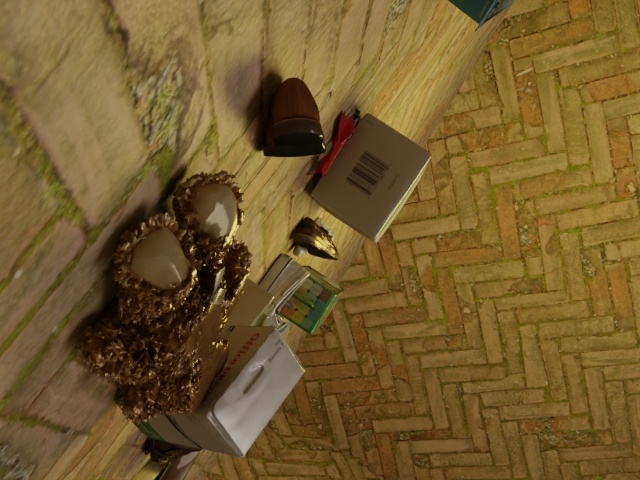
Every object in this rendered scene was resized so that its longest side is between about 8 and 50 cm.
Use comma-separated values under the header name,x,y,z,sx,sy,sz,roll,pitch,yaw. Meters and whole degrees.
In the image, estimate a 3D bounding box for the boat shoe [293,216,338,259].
name,x,y,z,sx,sy,sz,roll,pitch,yaw
boat shoe,-0.001,0.000,1.645,0.178,0.064,0.060,38,64,-62

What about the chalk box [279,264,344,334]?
name,x,y,z,sx,sy,sz,roll,pitch,yaw
chalk box,-0.036,0.158,2.013,0.132,0.132,0.213,-57,172,7

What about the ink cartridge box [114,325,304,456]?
name,x,y,z,sx,sy,sz,roll,pitch,yaw
ink cartridge box,-0.154,0.202,1.055,0.219,0.092,0.160,-4,-143,44

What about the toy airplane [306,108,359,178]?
name,x,y,z,sx,sy,sz,roll,pitch,yaw
toy airplane,0.028,-0.169,1.333,0.151,0.028,0.151,-55,175,-8

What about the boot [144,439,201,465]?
name,x,y,z,sx,sy,sz,roll,pitch,yaw
boot,-0.294,0.405,1.513,0.115,0.112,0.305,-43,172,-16

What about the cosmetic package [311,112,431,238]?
name,x,y,z,sx,sy,sz,roll,pitch,yaw
cosmetic package,0.104,-0.115,1.558,0.197,0.155,0.365,-56,174,2

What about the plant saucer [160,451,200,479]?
name,x,y,z,sx,sy,sz,roll,pitch,yaw
plant saucer,-0.319,0.507,1.848,0.310,0.050,0.310,-60,-179,2

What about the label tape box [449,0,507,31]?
name,x,y,z,sx,sy,sz,roll,pitch,yaw
label tape box,0.354,-0.556,1.458,0.240,0.106,0.334,-61,171,32

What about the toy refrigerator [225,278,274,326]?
name,x,y,z,sx,sy,sz,roll,pitch,yaw
toy refrigerator,-0.165,0.174,1.324,0.102,0.094,0.269,-51,171,-36

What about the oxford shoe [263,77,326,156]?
name,x,y,z,sx,sy,sz,roll,pitch,yaw
oxford shoe,-0.030,-0.141,0.905,0.212,0.076,0.076,146,-61,-81

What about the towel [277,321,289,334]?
name,x,y,z,sx,sy,sz,roll,pitch,yaw
towel,-0.222,0.403,2.331,0.336,0.040,0.243,-60,171,13

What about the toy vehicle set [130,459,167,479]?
name,x,y,z,sx,sy,sz,roll,pitch,yaw
toy vehicle set,-0.434,0.592,1.658,0.166,0.035,0.267,-59,173,20

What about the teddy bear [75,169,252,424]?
name,x,y,z,sx,sy,sz,roll,pitch,yaw
teddy bear,-0.167,0.066,0.835,0.245,0.113,0.338,-61,168,-25

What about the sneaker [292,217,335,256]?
name,x,y,z,sx,sy,sz,roll,pitch,yaw
sneaker,-0.012,-0.001,1.727,0.152,0.061,0.053,-45,169,-53

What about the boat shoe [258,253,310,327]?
name,x,y,z,sx,sy,sz,roll,pitch,yaw
boat shoe,-0.117,0.154,1.605,0.258,0.084,0.095,-57,174,3
